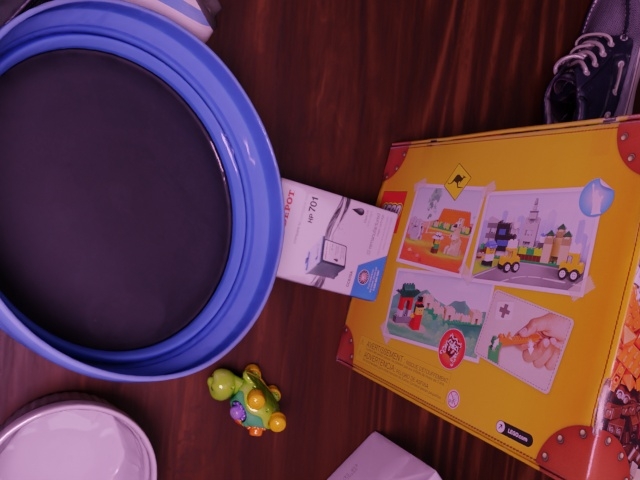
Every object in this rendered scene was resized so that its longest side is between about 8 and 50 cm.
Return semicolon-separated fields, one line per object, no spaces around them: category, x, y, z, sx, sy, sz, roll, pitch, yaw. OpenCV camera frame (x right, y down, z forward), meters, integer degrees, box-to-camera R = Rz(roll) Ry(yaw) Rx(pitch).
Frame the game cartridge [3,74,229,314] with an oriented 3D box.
game cartridge;-0.224;-0.067;0.717;0.355;0.068;0.230;-41;118;-48

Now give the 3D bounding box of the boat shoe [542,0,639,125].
boat shoe;0.500;-0.328;1.108;0.158;0.127;0.341;1;94;-35

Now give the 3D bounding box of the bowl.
bowl;-0.195;-0.050;0.643;0.391;0.077;0.391;14;71;-50

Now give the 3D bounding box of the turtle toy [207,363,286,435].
turtle toy;-0.106;0.228;0.877;0.066;0.095;0.130;-37;111;3

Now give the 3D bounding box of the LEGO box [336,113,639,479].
LEGO box;0.255;0.057;0.811;0.193;0.500;0.373;16;88;-27

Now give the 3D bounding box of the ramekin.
ramekin;-0.318;0.289;0.756;0.207;0.109;0.207;-2;95;-27

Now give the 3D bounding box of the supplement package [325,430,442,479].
supplement package;0.143;0.492;0.971;0.177;0.175;0.293;-41;111;-19

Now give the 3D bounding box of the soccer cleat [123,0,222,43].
soccer cleat;-0.247;-0.343;0.672;0.143;0.116;0.331;-37;120;-3

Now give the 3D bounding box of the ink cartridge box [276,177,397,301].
ink cartridge box;0.000;0.000;0.897;0.190;0.082;0.140;15;88;-21

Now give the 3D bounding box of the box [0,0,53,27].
box;-0.359;-0.251;0.633;0.108;0.207;0.153;41;75;-24
